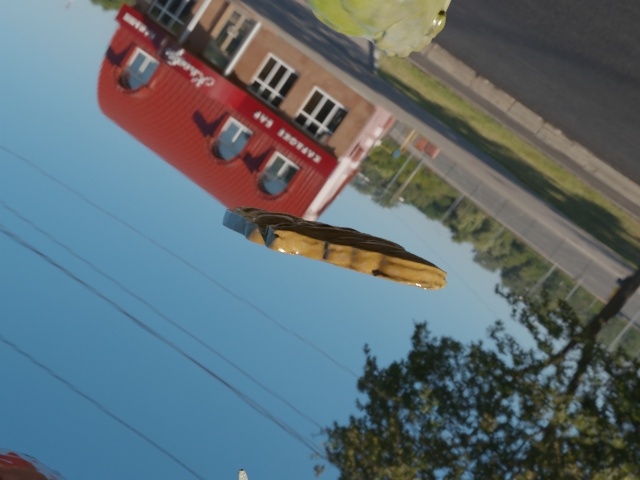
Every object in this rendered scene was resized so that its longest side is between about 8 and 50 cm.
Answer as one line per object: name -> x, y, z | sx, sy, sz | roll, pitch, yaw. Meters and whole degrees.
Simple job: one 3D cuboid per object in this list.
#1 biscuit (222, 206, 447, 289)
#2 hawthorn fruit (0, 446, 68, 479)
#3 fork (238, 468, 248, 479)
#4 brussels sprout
biscuit -> 0.000, 0.000, 0.586 | 0.250, 0.035, 0.162 | 14, 179, 40
hawthorn fruit -> -0.230, 0.231, 0.362 | 0.287, 0.287, 0.330 | 29, -177, -36
fork -> -0.083, 0.296, 0.756 | 0.016, 0.115, 0.012 | -13, -148, -14
brussels sprout -> 0.076, -0.423, 0.928 | 0.273, 0.243, 0.317 | 35, 159, 18
